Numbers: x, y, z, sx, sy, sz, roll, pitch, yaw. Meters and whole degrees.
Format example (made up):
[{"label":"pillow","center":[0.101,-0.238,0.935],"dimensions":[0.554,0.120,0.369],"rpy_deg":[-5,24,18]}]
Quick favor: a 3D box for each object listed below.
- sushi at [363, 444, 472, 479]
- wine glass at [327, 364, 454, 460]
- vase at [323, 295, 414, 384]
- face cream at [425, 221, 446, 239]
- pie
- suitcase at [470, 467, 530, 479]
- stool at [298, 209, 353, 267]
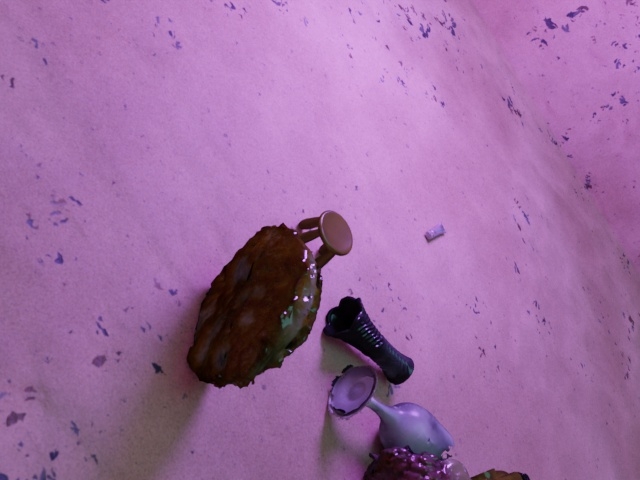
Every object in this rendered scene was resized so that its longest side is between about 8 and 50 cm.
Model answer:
[{"label":"sushi","center":[0.221,0.542,1.613],"dimensions":[0.270,0.236,0.171],"rpy_deg":[29,40,-32]},{"label":"wine glass","center":[0.163,0.405,1.699],"dimensions":[0.321,0.143,0.143],"rpy_deg":[42,42,-30]},{"label":"vase","center":[0.122,0.240,1.777],"dimensions":[0.237,0.115,0.115],"rpy_deg":[44,41,-29]},{"label":"face cream","center":[0.342,-0.027,2.257],"dimensions":[0.115,0.020,0.038],"rpy_deg":[-24,88,-54]},{"label":"pie","center":[-0.120,0.125,1.395],"dimensions":[0.103,0.288,0.354],"rpy_deg":[37,45,-30]},{"label":"suitcase","center":[0.380,0.620,1.776],"dimensions":[0.235,0.194,0.143],"rpy_deg":[9,55,-52]},{"label":"stool","center":[0.000,0.000,1.760],"dimensions":[0.134,0.110,0.135],"rpy_deg":[11,62,-45]}]
